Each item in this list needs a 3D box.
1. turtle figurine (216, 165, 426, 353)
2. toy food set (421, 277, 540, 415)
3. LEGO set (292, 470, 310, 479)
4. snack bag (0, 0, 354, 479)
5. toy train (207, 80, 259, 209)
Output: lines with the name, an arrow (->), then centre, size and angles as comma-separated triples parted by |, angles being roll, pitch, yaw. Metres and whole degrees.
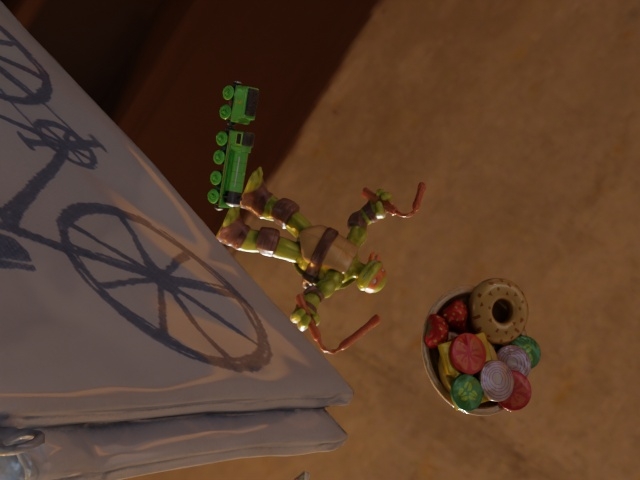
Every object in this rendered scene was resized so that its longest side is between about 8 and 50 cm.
turtle figurine -> 0.000, 0.000, 1.516 | 0.269, 0.217, 0.087 | -59, 175, -30
toy food set -> 0.099, 0.067, 0.783 | 0.020, 0.083, 0.083 | -24, -99, 59
LEGO set -> -0.031, 0.329, 1.045 | 0.182, 0.060, 0.244 | 124, -23, -61
snack bag -> -0.173, -0.039, 0.420 | 0.323, 0.342, 0.037 | 47, -70, 25
toy train -> -0.055, -0.060, 0.815 | 0.023, 0.017, 0.083 | 11, -85, 35
